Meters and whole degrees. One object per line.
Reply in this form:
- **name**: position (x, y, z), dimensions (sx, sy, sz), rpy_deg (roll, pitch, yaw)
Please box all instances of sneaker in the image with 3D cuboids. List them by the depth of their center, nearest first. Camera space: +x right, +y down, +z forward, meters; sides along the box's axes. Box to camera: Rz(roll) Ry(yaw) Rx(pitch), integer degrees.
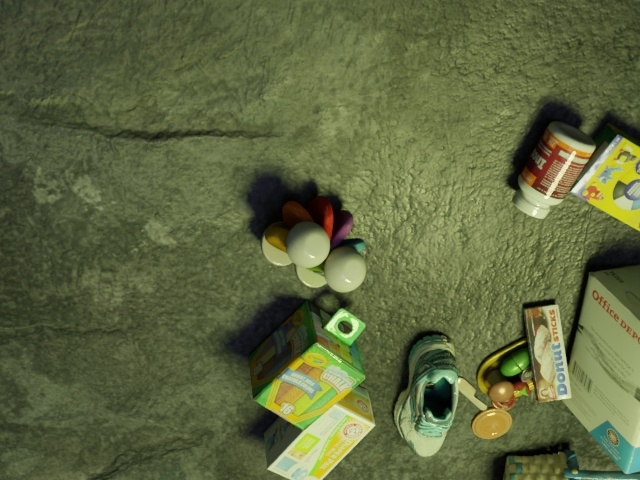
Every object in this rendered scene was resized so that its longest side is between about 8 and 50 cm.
- **sneaker**: position (0.206, 0.324, 1.775), dimensions (0.110, 0.122, 0.283), rpy_deg (-3, 122, -5)

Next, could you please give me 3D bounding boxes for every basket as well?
- **basket**: position (0.520, 0.570, 1.925), dimensions (0.289, 0.201, 0.254), rpy_deg (0, 122, 4)

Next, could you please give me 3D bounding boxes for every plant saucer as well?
- **plant saucer**: position (0.351, 0.376, 1.892), dimensions (0.084, 0.013, 0.083), rpy_deg (-3, 122, -5)

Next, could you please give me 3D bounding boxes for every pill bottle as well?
- **pill bottle**: position (0.385, -0.116, 1.544), dimensions (0.086, 0.086, 0.152), rpy_deg (17, 118, -17)

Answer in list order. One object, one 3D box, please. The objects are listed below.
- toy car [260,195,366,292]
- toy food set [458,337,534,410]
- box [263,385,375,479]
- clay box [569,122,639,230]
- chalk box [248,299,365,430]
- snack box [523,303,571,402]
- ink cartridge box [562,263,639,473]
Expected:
- **toy car**: position (0.000, 0.000, 1.548), dimensions (0.182, 0.159, 0.136), rpy_deg (34, 76, -25)
- **toy food set**: position (0.380, 0.277, 1.799), dimensions (0.218, 0.071, 0.128), rpy_deg (-31, 121, 12)
- **box**: position (-0.004, 0.363, 1.782), dimensions (0.114, 0.103, 0.203), rpy_deg (30, 114, -23)
- **clay box**: position (0.544, -0.097, 1.597), dimensions (0.222, 0.053, 0.127), rpy_deg (25, 116, -20)
- **chalk box**: position (-0.010, 0.212, 1.669), dimensions (0.132, 0.132, 0.213), rpy_deg (36, 111, -26)
- **snack box**: position (0.427, 0.211, 1.740), dimensions (0.064, 0.022, 0.178), rpy_deg (-8, 90, -4)
- **ink cartridge box**: position (0.577, 0.232, 1.699), dimensions (0.129, 0.223, 0.307), rpy_deg (-9, 124, -17)
